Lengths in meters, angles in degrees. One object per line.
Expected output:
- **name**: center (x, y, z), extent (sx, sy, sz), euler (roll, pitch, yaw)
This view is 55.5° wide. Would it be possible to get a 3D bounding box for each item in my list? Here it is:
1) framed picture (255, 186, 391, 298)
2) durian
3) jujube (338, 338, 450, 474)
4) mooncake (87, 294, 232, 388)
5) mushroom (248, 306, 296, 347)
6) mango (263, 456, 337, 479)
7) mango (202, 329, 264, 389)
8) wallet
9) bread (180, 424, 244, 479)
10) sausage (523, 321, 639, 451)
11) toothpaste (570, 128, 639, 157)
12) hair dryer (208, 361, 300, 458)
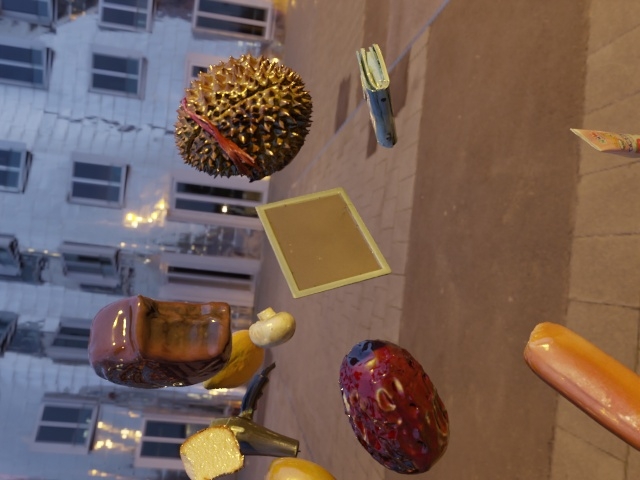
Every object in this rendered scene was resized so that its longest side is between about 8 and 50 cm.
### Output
- **framed picture**: center (0.000, 0.000, 1.405), extent (0.019, 0.232, 0.296), euler (94, 158, -47)
- **durian**: center (-0.205, -0.317, 1.614), extent (0.347, 0.385, 0.347), euler (160, 90, -84)
- **jujube**: center (0.188, 0.431, 1.556), extent (0.376, 0.258, 0.258), euler (56, -166, -29)
- **mooncake**: center (-0.363, 0.247, 1.455), extent (0.326, 0.334, 0.174), euler (39, -140, -53)
- **mushroom**: center (-0.084, 0.152, 1.060), extent (0.067, 0.084, 0.083), euler (64, 167, 5)
- **mango**: center (-0.020, 0.633, 1.353), extent (0.317, 0.211, 0.173), euler (68, -164, 5)
- **mango**: center (-0.272, 0.380, 1.921), extent (0.317, 0.119, 0.176), euler (-21, -57, -63)
- **wallet**: center (0.159, -0.389, 1.652), extent (0.250, 0.075, 0.176), euler (66, -170, -60)
- **bread**: center (-0.242, 0.483, 1.359), extent (0.126, 0.129, 0.044), euler (50, 139, 40)
- **sausage**: center (0.451, 0.236, 0.970), extent (0.105, 0.274, 0.105), euler (-46, -18, -19)
- **toothpaste**: center (0.523, -0.172, 1.083), extent (0.067, 0.195, 0.042), euler (56, 134, 37)
- **hair dryer**: center (-0.143, 0.423, 1.562), extent (0.091, 0.236, 0.271), euler (89, -166, -53)
